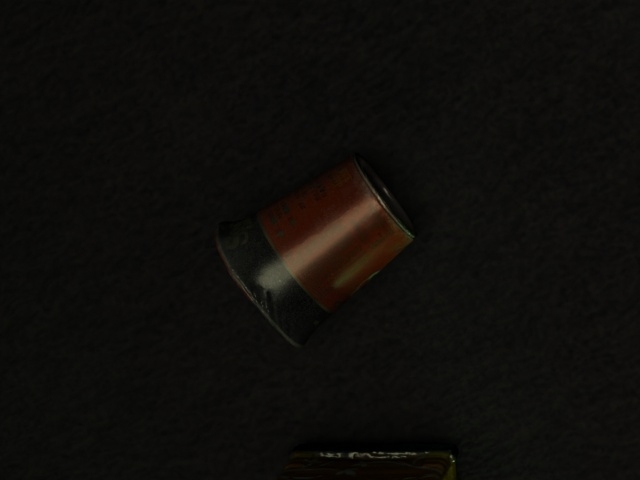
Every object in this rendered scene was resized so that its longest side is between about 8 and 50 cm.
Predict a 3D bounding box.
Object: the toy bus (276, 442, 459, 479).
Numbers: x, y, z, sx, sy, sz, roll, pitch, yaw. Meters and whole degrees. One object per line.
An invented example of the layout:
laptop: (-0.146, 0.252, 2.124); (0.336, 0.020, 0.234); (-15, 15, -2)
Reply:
toy bus: (0.041, 0.345, 1.316); (0.162, 0.194, 0.323); (-2, 99, 14)

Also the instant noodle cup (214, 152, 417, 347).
instant noodle cup: (0.001, 0.002, 1.314); (0.136, 0.127, 0.127); (-36, 89, 9)
